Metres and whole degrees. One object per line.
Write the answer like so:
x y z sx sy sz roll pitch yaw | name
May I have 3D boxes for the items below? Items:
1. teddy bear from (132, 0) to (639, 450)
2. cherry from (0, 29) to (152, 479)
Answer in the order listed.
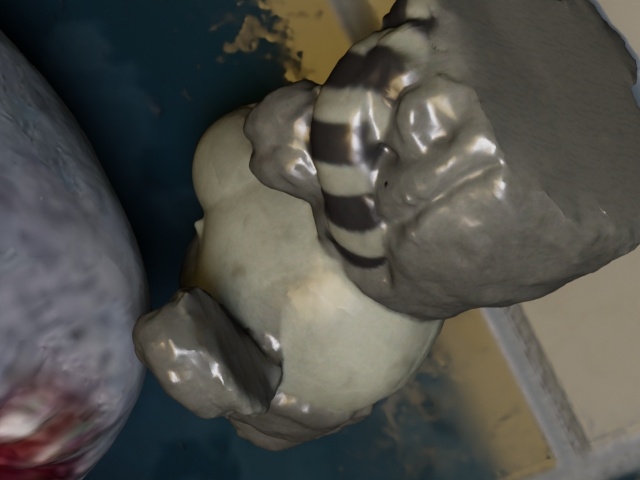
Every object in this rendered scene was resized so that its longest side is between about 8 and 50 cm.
0.004 -0.006 0.553 0.251 0.171 0.144 -35 80 23 | teddy bear
-0.187 0.017 0.564 0.218 0.255 0.296 -24 74 24 | cherry
